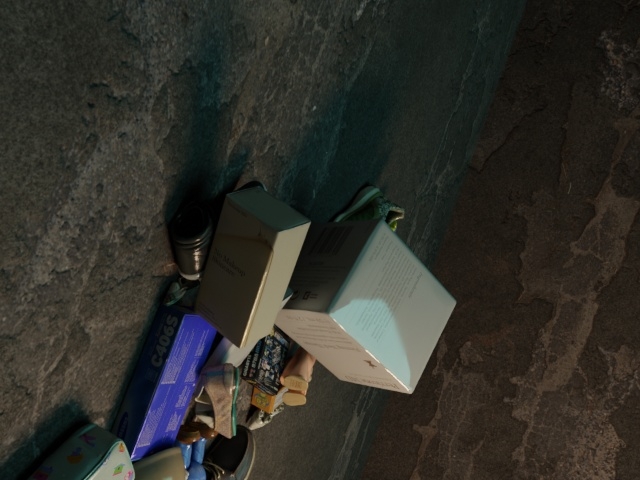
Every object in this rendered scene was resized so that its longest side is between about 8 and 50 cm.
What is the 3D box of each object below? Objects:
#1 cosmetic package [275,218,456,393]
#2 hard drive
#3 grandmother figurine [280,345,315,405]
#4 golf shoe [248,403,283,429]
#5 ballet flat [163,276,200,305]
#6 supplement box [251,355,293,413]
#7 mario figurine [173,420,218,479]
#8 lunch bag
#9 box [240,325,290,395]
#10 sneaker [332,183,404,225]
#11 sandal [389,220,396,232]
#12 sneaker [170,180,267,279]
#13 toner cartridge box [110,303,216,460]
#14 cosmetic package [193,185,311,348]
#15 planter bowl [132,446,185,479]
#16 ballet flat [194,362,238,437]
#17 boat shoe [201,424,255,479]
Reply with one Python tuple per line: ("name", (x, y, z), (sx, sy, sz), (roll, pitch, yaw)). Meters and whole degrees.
("cosmetic package", (0.111, 0.185, 1.940), (0.394, 0.330, 0.327), (45, 62, -27))
("hard drive", (-0.204, 0.255, 1.718), (0.307, 0.040, 0.203), (-54, 167, 33))
("grandmother figurine", (-0.042, 0.354, 2.140), (0.342, 0.104, 0.207), (-68, 176, -57))
("golf shoe", (-0.181, 0.553, 2.165), (0.086, 0.069, 0.176), (-42, 172, 19))
("ballet flat", (-0.318, 0.107, 1.512), (0.114, 0.041, 0.041), (-37, 141, -51))
("supplement box", (-0.127, 0.461, 2.163), (0.233, 0.078, 0.080), (-25, 134, -58))
("mario figurine", (-0.317, 0.643, 1.734), (0.198, 0.170, 0.320), (6, 90, -29))
("lunch bag", (-0.508, 0.528, 1.351), (0.279, 0.108, 0.224), (-48, 154, -37))
("box", (-0.158, 0.348, 1.976), (0.220, 0.051, 0.175), (60, 40, -63))
("sneaker", (0.151, -0.027, 2.218), (0.410, 0.182, 0.158), (-52, 153, -35))
("sandal", (0.162, 0.030, 2.392), (0.317, 0.126, 0.138), (-46, 152, -27))
("sneaker", (-0.219, -0.058, 1.491), (0.295, 0.105, 0.146), (-51, 156, -27))
("toner cartridge box", (-0.358, 0.322, 1.548), (0.165, 0.075, 0.347), (24, 87, -66))
("cosmetic package", (-0.153, 0.059, 1.447), (0.113, 0.160, 0.309), (-22, 138, -50))
("planter bowl", (-0.383, 0.566, 1.557), (0.162, 0.109, 0.162), (-24, 161, -9))
("ballet flat", (-0.263, 0.405, 1.695), (0.315, 0.106, 0.107), (99, -13, -45))
("boat shoe", (-0.303, 0.687, 1.900), (0.355, 0.132, 0.130), (-62, 156, -20))
